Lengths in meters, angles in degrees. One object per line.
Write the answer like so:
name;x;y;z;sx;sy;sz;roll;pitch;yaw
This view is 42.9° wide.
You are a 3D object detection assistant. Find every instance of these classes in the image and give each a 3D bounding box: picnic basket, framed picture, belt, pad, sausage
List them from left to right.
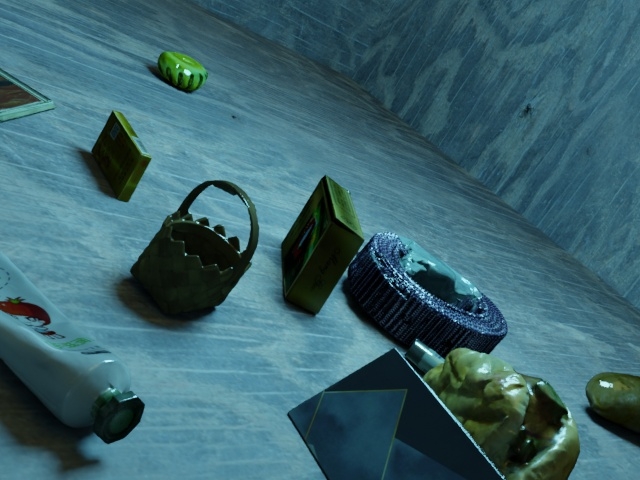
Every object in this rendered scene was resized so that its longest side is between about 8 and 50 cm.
framed picture;-0.599;-0.285;1.359;0.273;0.016;0.216;32;17;-2
picnic basket;-0.149;0.004;1.080;0.128;0.179;0.137;39;19;19
pad;0.082;0.238;0.935;0.243;0.163;0.004;50;-15;44
belt;0.200;0.109;1.505;0.324;0.122;0.260;26;23;-23
sausage;0.750;0.385;1.709;0.500;0.123;0.136;27;47;-17

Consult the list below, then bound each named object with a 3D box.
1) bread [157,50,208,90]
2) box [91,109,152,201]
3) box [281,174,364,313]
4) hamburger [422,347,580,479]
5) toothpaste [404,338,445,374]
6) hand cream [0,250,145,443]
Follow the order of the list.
bread;-0.352;-0.430;2.081;0.130;0.071;0.139;28;19;-3
box;-0.324;-0.139;1.320;0.022;0.089;0.156;18;21;-42
box;0.000;0.000;1.385;0.071;0.159;0.240;30;16;-15
hamburger;0.221;0.250;1.018;0.162;0.209;0.330;30;19;-7
toothpaste;0.241;0.250;1.333;0.239;0.039;0.062;39;11;12
hand cream;-0.301;0.082;0.826;0.336;0.076;0.121;35;15;29
